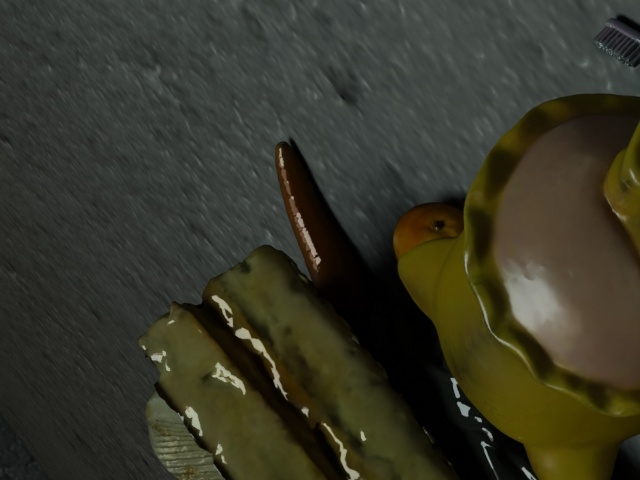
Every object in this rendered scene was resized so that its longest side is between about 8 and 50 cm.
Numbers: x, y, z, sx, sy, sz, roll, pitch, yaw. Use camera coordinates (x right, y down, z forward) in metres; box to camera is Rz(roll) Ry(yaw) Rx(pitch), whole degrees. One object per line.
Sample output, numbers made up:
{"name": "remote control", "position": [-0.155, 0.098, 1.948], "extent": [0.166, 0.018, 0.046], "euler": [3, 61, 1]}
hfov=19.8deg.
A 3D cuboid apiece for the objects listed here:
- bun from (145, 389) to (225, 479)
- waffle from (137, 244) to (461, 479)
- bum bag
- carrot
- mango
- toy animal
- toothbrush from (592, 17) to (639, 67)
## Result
{"name": "bun", "position": [-0.055, 0.158, 1.492], "extent": [0.183, 0.102, 0.183], "euler": [28, 148, 19]}
{"name": "waffle", "position": [0.017, 0.158, 1.168], "extent": [0.261, 0.114, 0.376], "euler": [54, 176, 11]}
{"name": "bum bag", "position": [0.149, 0.160, 1.037], "extent": [0.326, 0.079, 0.142], "euler": [52, 172, 9]}
{"name": "carrot", "position": [0.000, 0.000, 1.199], "extent": [0.142, 0.035, 0.035], "euler": [64, 160, -12]}
{"name": "mango", "position": [0.065, 0.008, 1.029], "extent": [0.060, 0.046, 0.089], "euler": [53, 166, 5]}
{"name": "toy animal", "position": [0.118, 0.021, 0.780], "extent": [0.156, 0.156, 0.230], "euler": [51, 158, 12]}
{"name": "toothbrush", "position": [0.169, -0.049, 0.726], "extent": [0.167, 0.014, 0.011], "euler": [38, 172, 40]}
